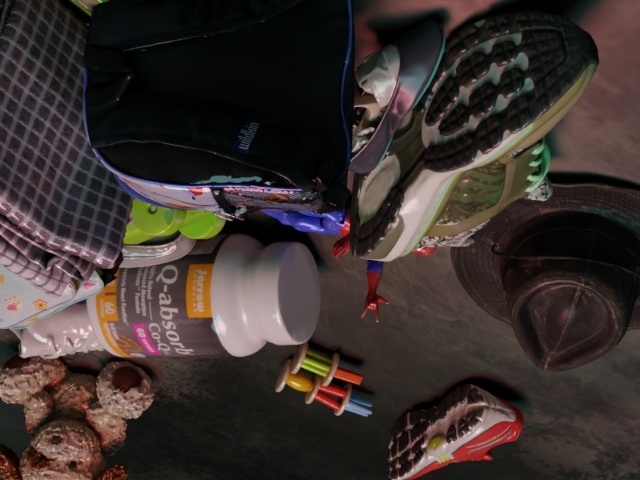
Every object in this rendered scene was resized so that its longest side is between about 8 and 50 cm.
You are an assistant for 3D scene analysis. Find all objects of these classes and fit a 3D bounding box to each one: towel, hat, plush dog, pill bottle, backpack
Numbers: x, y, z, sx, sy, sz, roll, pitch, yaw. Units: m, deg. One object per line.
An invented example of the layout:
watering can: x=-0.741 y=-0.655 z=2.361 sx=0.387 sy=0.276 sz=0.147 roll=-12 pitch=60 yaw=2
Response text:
towel: x=-0.296 y=-0.113 z=1.392 sx=0.121 sy=0.283 sz=0.235 roll=-14 pitch=141 yaw=34
hat: x=0.299 y=0.073 z=1.565 sx=0.331 sy=0.134 sz=0.331 roll=10 pitch=145 yaw=7
plush dog: x=-0.403 y=0.320 z=2.096 sx=0.263 sy=0.225 sz=0.210 roll=9 pitch=145 yaw=9
pill bottle: x=-0.152 y=0.072 z=1.711 sx=0.278 sy=0.162 sz=0.162 roll=-3 pitch=141 yaw=25
backpack: x=-0.099 y=-0.145 z=1.301 sx=0.263 sy=0.276 sz=0.213 roll=2 pitch=162 yaw=-2
backpack: x=-0.355 y=0.002 z=1.562 sx=0.166 sy=0.144 sz=0.188 roll=-23 pitch=102 yaw=24

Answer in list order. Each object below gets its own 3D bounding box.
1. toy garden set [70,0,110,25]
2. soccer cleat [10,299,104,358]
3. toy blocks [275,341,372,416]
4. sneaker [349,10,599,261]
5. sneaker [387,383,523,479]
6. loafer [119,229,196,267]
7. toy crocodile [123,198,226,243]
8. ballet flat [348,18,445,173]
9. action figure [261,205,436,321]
toy garden set: x=-0.205 y=-0.298 z=1.312 sx=0.204 sy=0.049 sz=0.244 roll=36 pitch=140 yaw=-27
soccer cleat: x=-0.352 y=0.124 z=1.876 sx=0.331 sy=0.143 sz=0.116 roll=15 pitch=145 yaw=0
toy blocks: x=0.021 y=0.212 z=1.932 sx=0.148 sy=0.054 sz=0.123 roll=23 pitch=145 yaw=-10
sneaker: x=0.186 y=-0.102 z=1.393 sx=0.182 sy=0.158 sz=0.410 roll=7 pitch=153 yaw=-26
sneaker: x=0.198 y=0.306 z=1.959 sx=0.118 sy=0.107 sz=0.279 roll=21 pitch=148 yaw=-24
loafer: x=-0.312 y=-0.043 z=1.657 sx=0.320 sy=0.112 sz=0.111 roll=9 pitch=153 yaw=10
toy crocodile: x=-0.120 y=-0.074 z=1.493 sx=0.341 sy=0.105 sz=0.115 roll=-23 pitch=168 yaw=31
ballet flat: x=0.061 y=-0.148 z=1.366 sx=0.074 sy=0.074 sz=0.203 roll=22 pitch=131 yaw=-9
action figure: x=0.000 y=0.000 z=1.581 sx=0.280 sy=0.139 sz=0.091 roll=12 pitch=146 yaw=1
